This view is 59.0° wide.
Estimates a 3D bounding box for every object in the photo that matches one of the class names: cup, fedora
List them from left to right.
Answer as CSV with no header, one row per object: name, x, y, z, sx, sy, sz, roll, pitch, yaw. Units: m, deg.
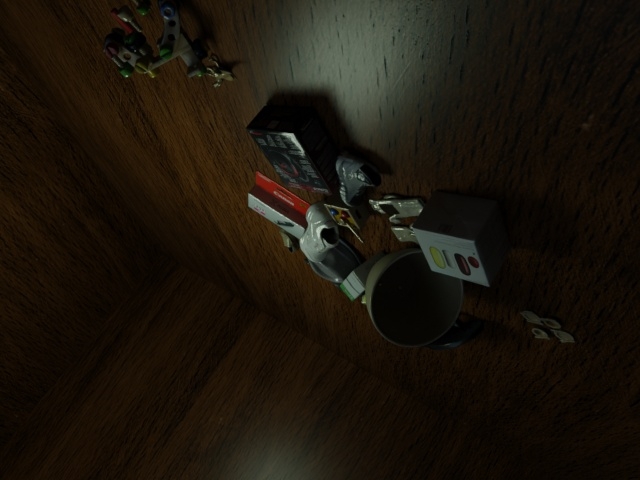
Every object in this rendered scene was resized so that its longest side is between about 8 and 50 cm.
fedora,0.038,0.079,2.314,0.275,0.124,0.244,46,155,-27
cup,0.286,0.167,1.941,0.331,0.331,0.237,43,178,-19

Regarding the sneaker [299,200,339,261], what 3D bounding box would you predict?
sneaker,0.000,0.000,2.094,0.152,0.114,0.305,59,158,34

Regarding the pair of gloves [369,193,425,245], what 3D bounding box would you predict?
pair of gloves,0.279,-0.054,1.797,0.204,0.042,0.240,12,149,45

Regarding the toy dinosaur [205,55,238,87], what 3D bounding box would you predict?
toy dinosaur,-0.301,-0.509,1.706,0.093,0.053,0.183,29,171,-27

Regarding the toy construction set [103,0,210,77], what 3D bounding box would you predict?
toy construction set,-0.462,-0.556,1.625,0.237,0.257,0.309,45,179,-44

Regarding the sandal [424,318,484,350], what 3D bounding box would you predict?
sandal,0.457,0.347,2.228,0.107,0.167,0.446,57,155,-7

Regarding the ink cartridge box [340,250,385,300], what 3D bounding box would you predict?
ink cartridge box,0.177,0.139,2.178,0.087,0.153,0.208,53,161,9

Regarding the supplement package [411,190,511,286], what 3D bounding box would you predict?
supplement package,0.395,-0.007,1.577,0.194,0.149,0.203,15,150,41

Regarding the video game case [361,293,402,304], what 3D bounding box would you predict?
video game case,0.315,0.248,2.215,0.232,0.041,0.210,8,180,-39

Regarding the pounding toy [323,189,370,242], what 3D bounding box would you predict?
pounding toy,0.097,-0.083,1.921,0.130,0.100,0.141,16,151,41

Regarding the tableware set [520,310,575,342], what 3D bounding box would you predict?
tableware set,0.743,0.286,1.856,0.168,0.020,0.141,46,156,-27

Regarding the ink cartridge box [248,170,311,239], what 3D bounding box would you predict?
ink cartridge box,-0.162,-0.133,2.254,0.275,0.060,0.239,33,160,6

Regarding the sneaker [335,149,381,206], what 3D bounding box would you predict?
sneaker,0.128,-0.168,1.725,0.132,0.086,0.228,20,153,29

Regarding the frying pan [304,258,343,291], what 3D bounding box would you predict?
frying pan,0.068,0.159,2.551,0.326,0.053,0.197,31,158,1

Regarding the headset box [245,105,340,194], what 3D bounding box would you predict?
headset box,-0.061,-0.268,1.751,0.218,0.110,0.293,15,151,42

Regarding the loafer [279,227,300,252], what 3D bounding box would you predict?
loafer,-0.140,0.003,2.515,0.056,0.050,0.148,12,149,44
